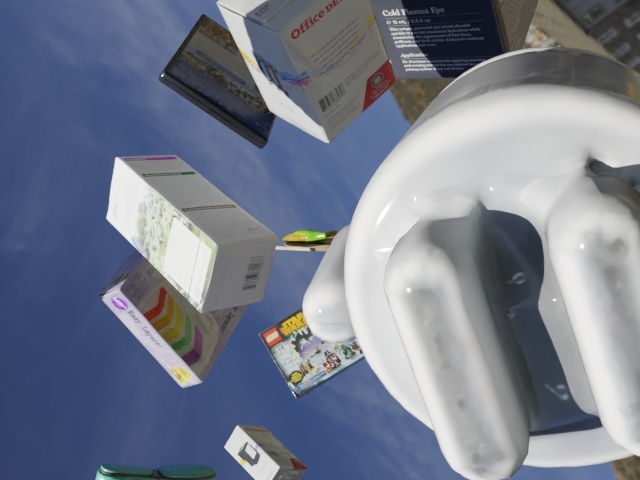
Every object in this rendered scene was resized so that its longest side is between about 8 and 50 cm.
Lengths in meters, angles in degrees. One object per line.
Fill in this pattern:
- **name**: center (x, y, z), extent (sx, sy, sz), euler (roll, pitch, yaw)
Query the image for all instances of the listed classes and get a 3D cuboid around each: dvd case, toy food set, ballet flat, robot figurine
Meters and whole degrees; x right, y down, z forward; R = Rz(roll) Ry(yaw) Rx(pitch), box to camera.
- **dvd case**: center (-0.141, -0.257, 1.204), extent (0.180, 0.022, 0.253), euler (33, -148, -15)
- **toy food set**: center (0.000, 0.000, 1.391), extent (0.192, 0.132, 0.039), euler (3, -91, -51)
- **ballet flat**: center (-0.341, 0.509, 1.582), extent (0.247, 0.083, 0.087), euler (9, -89, -25)
- **robot figurine**: center (0.134, -0.008, 0.462), extent (0.353, 0.299, 0.200), euler (-51, -53, -66)

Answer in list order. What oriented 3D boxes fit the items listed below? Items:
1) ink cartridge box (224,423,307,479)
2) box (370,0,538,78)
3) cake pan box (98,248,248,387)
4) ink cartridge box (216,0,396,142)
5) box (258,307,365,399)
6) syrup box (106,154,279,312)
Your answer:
- **ink cartridge box**: center (-0.138, 0.550, 1.943), extent (0.175, 0.072, 0.127), euler (34, -175, 37)
- **box**: center (0.106, -0.405, 1.103), extent (0.312, 0.343, 0.179), euler (57, -132, -48)
- **cake pan box**: center (-0.260, 0.102, 1.465), extent (0.246, 0.070, 0.267), euler (57, -143, -22)
- **ink cartridge box**: center (-0.013, -0.237, 0.921), extent (0.127, 0.128, 0.176), euler (36, 162, 39)
- **box**: center (0.005, 0.123, 0.958), extent (0.094, 0.137, 0.027), euler (57, 173, 16)
- **syrup box**: center (-0.166, -0.017, 0.950), extent (0.096, 0.093, 0.237), euler (-8, -146, -42)
